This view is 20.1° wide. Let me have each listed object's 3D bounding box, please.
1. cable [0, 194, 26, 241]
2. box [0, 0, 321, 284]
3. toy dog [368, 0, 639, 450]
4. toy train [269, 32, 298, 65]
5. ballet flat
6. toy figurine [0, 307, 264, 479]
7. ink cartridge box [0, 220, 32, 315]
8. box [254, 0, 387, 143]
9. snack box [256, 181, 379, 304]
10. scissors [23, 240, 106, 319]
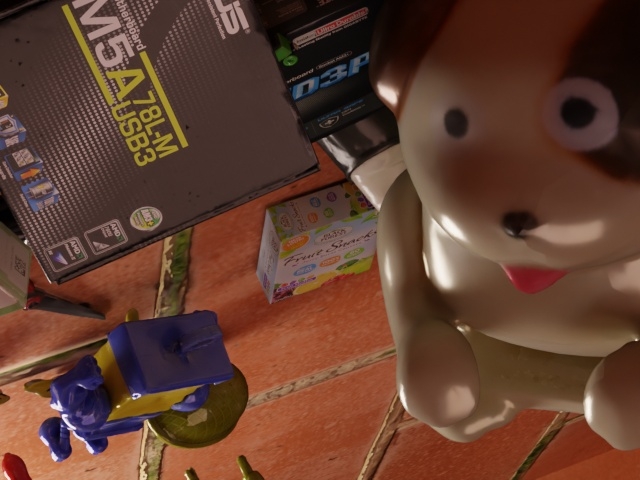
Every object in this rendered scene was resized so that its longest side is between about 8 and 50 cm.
[{"bbox_3d":[-0.219,-0.042,1.157,0.185,0.047,0.150,-8,150,11],"label":"cable"},{"bbox_3d":[-0.114,-0.085,1.072,0.184,0.045,0.190,-22,128,0],"label":"box"},{"bbox_3d":[0.186,-0.041,1.198,0.395,0.285,0.408,-68,157,-12],"label":"toy dog"},{"bbox_3d":[-0.050,-0.101,1.126,0.083,0.017,0.024,-33,146,21],"label":"toy train"},{"bbox_3d":[0.077,-0.056,1.415,0.095,0.096,0.280,-29,159,15],"label":"ballet flat"},{"bbox_3d":[-0.127,0.146,1.566,0.363,0.191,0.217,-4,149,-47],"label":"toy figurine"},{"bbox_3d":[-0.313,-0.010,1.105,0.171,0.056,0.235,-18,139,21],"label":"ink cartridge box"},{"bbox_3d":[-0.050,-0.106,1.210,0.220,0.051,0.175,-24,159,0],"label":"box"},{"bbox_3d":[0.000,0.000,1.555,0.100,0.037,0.141,-20,159,-14],"label":"snack box"},{"bbox_3d":[-0.246,0.046,1.421,0.109,0.021,0.297,-32,163,-3],"label":"scissors"}]
